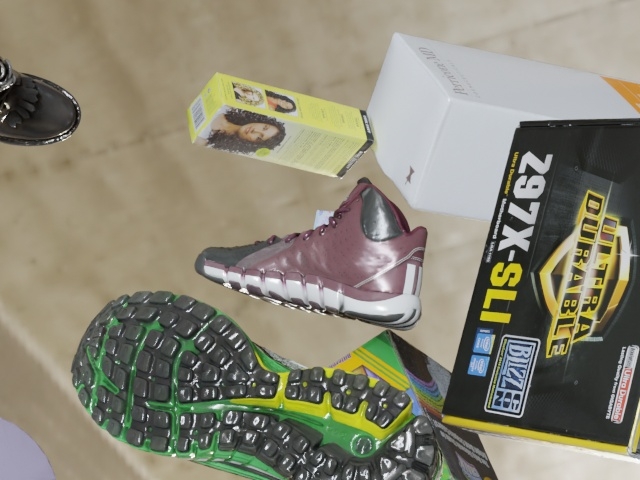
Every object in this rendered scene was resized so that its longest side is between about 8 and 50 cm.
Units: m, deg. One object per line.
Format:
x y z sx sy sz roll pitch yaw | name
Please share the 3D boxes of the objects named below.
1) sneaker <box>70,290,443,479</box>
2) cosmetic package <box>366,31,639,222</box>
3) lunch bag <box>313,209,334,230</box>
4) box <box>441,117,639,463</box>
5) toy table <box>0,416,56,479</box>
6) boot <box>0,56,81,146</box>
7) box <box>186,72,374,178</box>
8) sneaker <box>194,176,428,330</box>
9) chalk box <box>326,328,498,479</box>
-0.058 0.152 1.495 0.134 0.343 0.146 -63 -20 -12 | sneaker
0.309 -0.126 2.352 0.230 0.453 0.161 -120 44 -57 | cosmetic package
0.025 0.008 2.182 0.053 0.071 0.083 68 -150 -61 | lunch bag
0.261 0.043 1.701 0.079 0.257 0.322 21 -100 -34 | box
-0.477 0.318 2.226 0.274 0.161 0.252 40 -137 -51 | toy table
-0.387 -0.178 2.056 0.229 0.263 0.091 178 108 -70 | boot
-0.050 -0.145 2.272 0.087 0.232 0.058 -48 44 40 | box
0.000 0.000 2.036 0.106 0.281 0.162 29 -106 -68 | sneaker
0.098 0.289 2.113 0.180 0.179 0.289 37 -154 -50 | chalk box
